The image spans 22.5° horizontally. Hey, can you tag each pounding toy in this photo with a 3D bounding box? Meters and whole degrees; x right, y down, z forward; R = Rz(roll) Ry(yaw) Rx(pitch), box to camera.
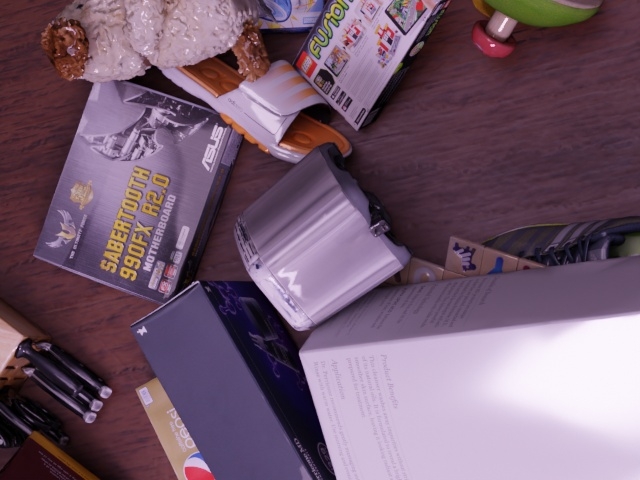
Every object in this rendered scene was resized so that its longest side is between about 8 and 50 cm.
[{"bbox_3d":[0.183,-0.284,1.755,0.237,0.183,0.110,40,121,14],"label":"pounding toy"}]

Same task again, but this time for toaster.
[{"bbox_3d":[0.000,0.000,1.692,0.146,0.227,0.129,-38,112,5],"label":"toaster"}]

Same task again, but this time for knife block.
[{"bbox_3d":[-0.377,0.113,1.880,0.242,0.088,0.276,-11,82,12],"label":"knife block"}]

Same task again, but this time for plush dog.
[{"bbox_3d":[-0.190,-0.247,1.775,0.225,0.262,0.211,-18,104,18],"label":"plush dog"}]

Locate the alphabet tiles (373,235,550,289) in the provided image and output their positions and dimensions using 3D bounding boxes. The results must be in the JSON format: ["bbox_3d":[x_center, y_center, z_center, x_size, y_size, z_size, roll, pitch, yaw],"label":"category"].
[{"bbox_3d":[0.161,0.094,1.734,0.237,0.009,0.198,19,119,21],"label":"alphabet tiles"}]

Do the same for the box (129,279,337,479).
[{"bbox_3d":[-0.072,0.177,1.745,0.103,0.184,0.261,-34,79,17],"label":"box"}]

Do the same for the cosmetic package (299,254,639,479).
[{"bbox_3d":[0.197,0.153,1.636,0.384,0.156,0.217,-7,110,21],"label":"cosmetic package"}]

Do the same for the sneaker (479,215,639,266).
[{"bbox_3d":[0.279,0.021,1.710,0.299,0.121,0.111,-13,82,13],"label":"sneaker"}]

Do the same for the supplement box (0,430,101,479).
[{"bbox_3d":[-0.301,0.346,1.748,0.191,0.194,0.129,39,110,-6],"label":"supplement box"}]

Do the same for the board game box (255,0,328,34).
[{"bbox_3d":[-0.089,-0.308,1.872,0.201,0.035,0.136,-1,85,14],"label":"board game box"}]

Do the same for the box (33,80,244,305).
[{"bbox_3d":[-0.209,-0.058,1.869,0.183,0.056,0.231,20,90,14],"label":"box"}]

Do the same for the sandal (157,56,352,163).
[{"bbox_3d":[-0.077,-0.175,1.815,0.265,0.102,0.076,33,123,15],"label":"sandal"}]

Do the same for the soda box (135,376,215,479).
[{"bbox_3d":[-0.139,0.235,1.824,0.058,0.061,0.181,-29,79,9],"label":"soda box"}]

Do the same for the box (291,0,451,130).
[{"bbox_3d":[0.055,-0.231,1.769,0.114,0.036,0.207,46,135,13],"label":"box"}]
